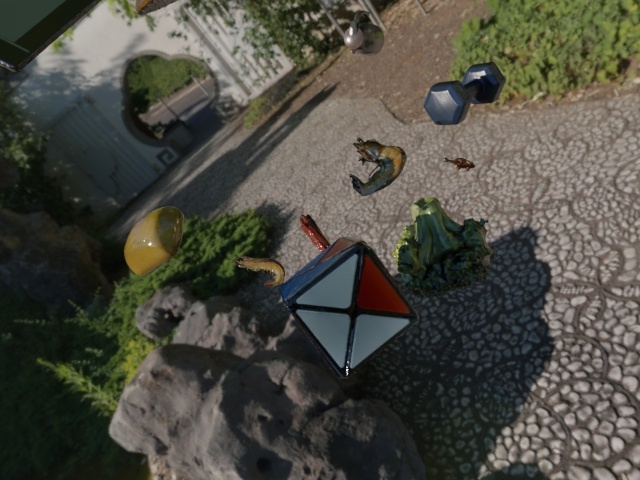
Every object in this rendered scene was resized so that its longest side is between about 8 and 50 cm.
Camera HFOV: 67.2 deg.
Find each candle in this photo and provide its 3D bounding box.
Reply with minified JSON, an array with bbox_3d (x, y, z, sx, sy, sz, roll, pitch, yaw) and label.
[{"bbox_3d":[0.000,0.000,1.923,0.301,0.084,0.059,52,126,31],"label":"candle"}]

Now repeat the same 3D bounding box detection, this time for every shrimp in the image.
[{"bbox_3d":[0.157,-0.219,1.478,0.178,0.075,0.289,-57,37,2],"label":"shrimp"},{"bbox_3d":[-0.200,0.103,1.588,0.179,0.124,0.034,2,40,11],"label":"shrimp"}]

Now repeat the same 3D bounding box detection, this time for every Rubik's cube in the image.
[{"bbox_3d":[0.063,0.157,1.225,0.248,0.250,0.246,-37,8,-3],"label":"Rubik's cube"}]

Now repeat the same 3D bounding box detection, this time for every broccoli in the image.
[{"bbox_3d":[0.359,0.008,1.450,0.294,0.280,0.347,-20,18,7],"label":"broccoli"}]

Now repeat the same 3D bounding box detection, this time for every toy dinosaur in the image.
[{"bbox_3d":[0.570,-0.316,1.965,0.055,0.154,0.049,-112,36,-54],"label":"toy dinosaur"}]

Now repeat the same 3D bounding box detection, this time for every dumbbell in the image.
[{"bbox_3d":[0.513,-0.521,1.702,0.160,0.144,0.325,14,39,45],"label":"dumbbell"}]

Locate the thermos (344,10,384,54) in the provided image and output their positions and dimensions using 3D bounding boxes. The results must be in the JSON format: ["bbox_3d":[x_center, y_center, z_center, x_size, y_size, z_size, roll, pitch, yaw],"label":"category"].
[{"bbox_3d":[0.136,-0.679,1.581,0.105,0.137,0.193,13,23,19],"label":"thermos"}]

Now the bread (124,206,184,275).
[{"bbox_3d":[-0.423,0.000,1.200,0.217,0.098,0.147,-33,52,44],"label":"bread"}]

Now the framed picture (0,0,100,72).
[{"bbox_3d":[-0.464,-0.417,0.730,0.016,0.265,0.346,121,173,-59],"label":"framed picture"}]

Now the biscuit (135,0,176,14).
[{"bbox_3d":[-0.356,-0.644,1.216,0.262,0.037,0.262,-23,24,11],"label":"biscuit"}]
